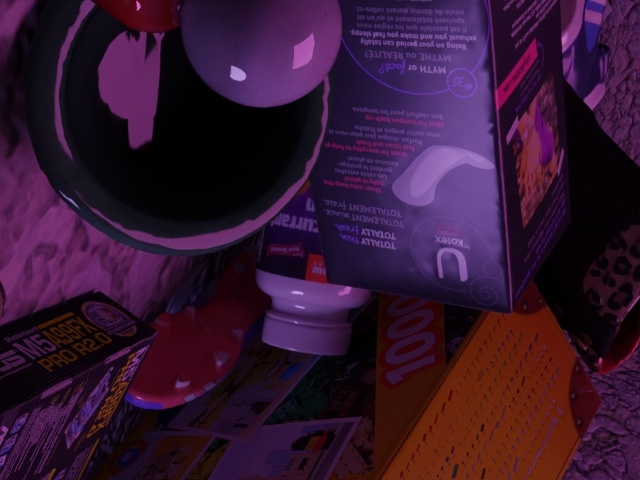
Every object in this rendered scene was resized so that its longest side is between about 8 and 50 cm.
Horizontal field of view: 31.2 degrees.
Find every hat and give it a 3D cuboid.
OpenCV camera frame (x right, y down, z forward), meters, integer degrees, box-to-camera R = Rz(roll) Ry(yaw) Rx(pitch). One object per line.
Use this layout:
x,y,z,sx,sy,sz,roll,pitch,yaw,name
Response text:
-0.105,-0.093,0.672,0.208,0.183,0.173,27,88,-38,hat

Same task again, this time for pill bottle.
0.000,0.000,1.025,0.108,0.108,0.194,-6,105,-77,pill bottle

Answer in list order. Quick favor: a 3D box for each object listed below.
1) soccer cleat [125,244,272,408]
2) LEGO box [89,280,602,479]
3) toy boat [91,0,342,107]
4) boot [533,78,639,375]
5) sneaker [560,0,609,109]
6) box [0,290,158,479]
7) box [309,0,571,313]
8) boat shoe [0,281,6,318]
-0.108,0.093,1.050,0.095,0.083,0.248,-60,173,36,soccer cleat
-0.027,0.254,1.053,0.372,0.193,0.500,-8,-146,45,LEGO box
-0.047,-0.169,0.377,0.267,0.148,0.318,-53,168,-25,toy boat
0.196,0.027,1.170,0.138,0.284,0.377,-2,132,-52,boot
0.328,-0.296,1.534,0.236,0.130,0.323,66,39,-52,sneaker
-0.232,0.178,0.765,0.270,0.060,0.216,-61,170,16,box
0.086,-0.102,0.865,0.143,0.165,0.270,-47,137,-46,box
-0.186,0.033,0.582,0.056,0.049,0.152,-54,169,-21,boat shoe
